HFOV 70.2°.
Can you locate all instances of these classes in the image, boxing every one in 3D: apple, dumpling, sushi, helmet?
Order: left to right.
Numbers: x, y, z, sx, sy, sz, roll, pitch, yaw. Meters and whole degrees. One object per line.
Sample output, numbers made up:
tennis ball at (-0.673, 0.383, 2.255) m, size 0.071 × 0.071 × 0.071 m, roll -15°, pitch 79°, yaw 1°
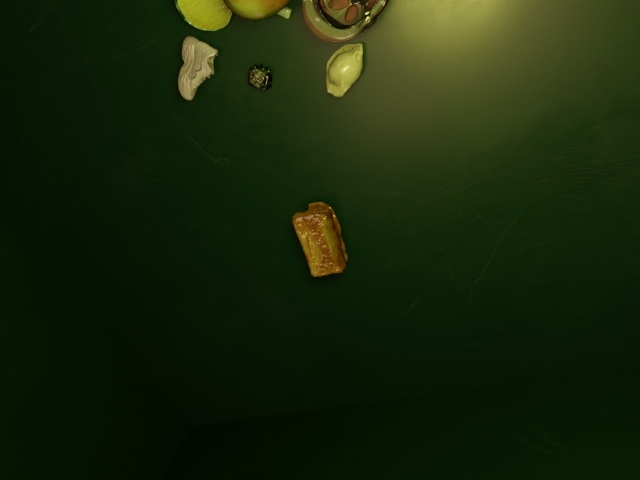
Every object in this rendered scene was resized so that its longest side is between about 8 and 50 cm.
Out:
apple at (-0.221, -0.905, 1.502) m, size 0.277 × 0.319 × 0.319 m, roll -25°, pitch 111°, yaw -1°
sushi at (-0.239, -0.651, 1.803) m, size 0.083 × 0.056 × 0.085 m, roll 20°, pitch 124°, yaw 15°
dumpling at (0.080, -0.639, 1.686) m, size 0.155 × 0.181 × 0.111 m, roll 29°, pitch 168°, yaw 34°
helmet at (0.106, -0.833, 1.502) m, size 0.271 × 0.197 × 0.338 m, roll 38°, pitch 125°, yaw 2°

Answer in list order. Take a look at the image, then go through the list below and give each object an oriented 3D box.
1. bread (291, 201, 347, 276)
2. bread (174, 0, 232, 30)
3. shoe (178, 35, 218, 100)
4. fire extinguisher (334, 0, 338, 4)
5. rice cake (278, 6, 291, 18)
bread at (0.004, -0.003, 2.045) m, size 0.195 × 0.149 × 0.344 m, roll -12°, pitch 115°, yaw 11°
bread at (-0.425, -0.893, 1.687) m, size 0.228 × 0.033 × 0.228 m, roll -4°, pitch 137°, yaw -4°
shoe at (-0.491, -0.681, 1.840) m, size 0.137 × 0.095 × 0.245 m, roll 21°, pitch 117°, yaw 8°
fire extinguisher at (0.051, -0.872, 1.602) m, size 0.028 × 0.022 × 0.083 m, roll -19°, pitch 117°, yaw -16°
rice cake at (-0.190, -0.870, 1.671) m, size 0.180 × 0.030 × 0.042 m, roll 25°, pitch 129°, yaw 2°
